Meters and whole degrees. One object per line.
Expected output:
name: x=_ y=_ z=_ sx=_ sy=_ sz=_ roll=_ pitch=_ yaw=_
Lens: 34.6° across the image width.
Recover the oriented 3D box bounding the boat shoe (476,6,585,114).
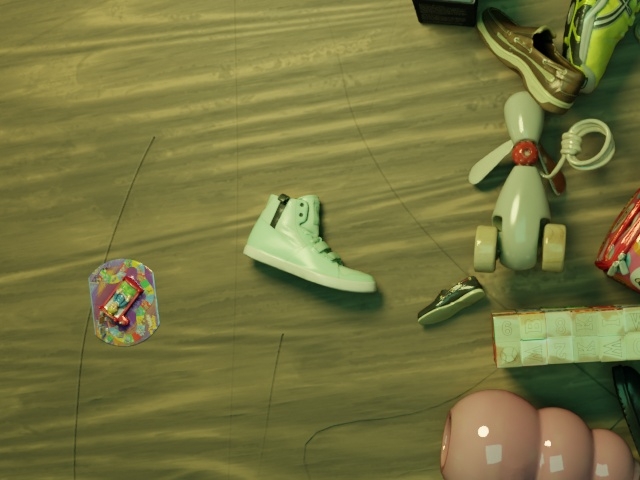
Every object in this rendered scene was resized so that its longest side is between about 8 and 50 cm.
boat shoe: x=0.371 y=-0.333 z=1.778 sx=0.257 sy=0.095 sz=0.095 roll=56 pitch=131 yaw=30

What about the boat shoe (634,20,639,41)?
boat shoe: x=0.623 y=-0.331 z=1.793 sx=0.170 sy=0.059 sz=0.063 roll=36 pitch=95 yaw=8

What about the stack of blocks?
stack of blocks: x=0.445 y=0.159 z=1.762 sx=0.297 sy=0.171 sz=0.087 roll=-4 pitch=89 yaw=8

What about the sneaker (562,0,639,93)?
sneaker: x=0.522 y=-0.438 z=1.773 sx=0.147 sy=0.145 sz=0.384 roll=15 pitch=98 yaw=-1

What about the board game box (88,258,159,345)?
board game box: x=-0.381 y=0.119 z=1.969 sx=0.133 sy=0.033 sz=0.168 roll=-7 pitch=89 yaw=9

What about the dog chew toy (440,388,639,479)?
dog chew toy: x=0.378 y=0.373 z=1.764 sx=0.332 sy=0.206 sz=0.206 roll=10 pitch=91 yaw=2

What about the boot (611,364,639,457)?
boot: x=0.633 y=0.301 z=1.767 sx=0.207 sy=0.094 sz=0.246 roll=-21 pitch=93 yaw=12

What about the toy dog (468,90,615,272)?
toy dog: x=0.360 y=-0.076 z=1.813 sx=0.220 sy=0.161 sz=0.333 roll=24 pitch=79 yaw=12

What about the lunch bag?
lunch bag: x=0.581 y=-0.046 z=1.697 sx=0.120 sy=0.258 sz=0.293 roll=35 pitch=95 yaw=8

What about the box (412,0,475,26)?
box: x=0.224 y=-0.467 z=1.786 sx=0.108 sy=0.207 sz=0.153 roll=6 pitch=91 yaw=9

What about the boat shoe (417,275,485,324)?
boat shoe: x=0.232 y=0.110 z=1.865 sx=0.133 sy=0.049 sz=0.042 roll=-31 pitch=57 yaw=14

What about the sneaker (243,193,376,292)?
sneaker: x=-0.001 y=0.000 z=1.877 sx=0.256 sy=0.094 sz=0.151 roll=20 pitch=90 yaw=8
